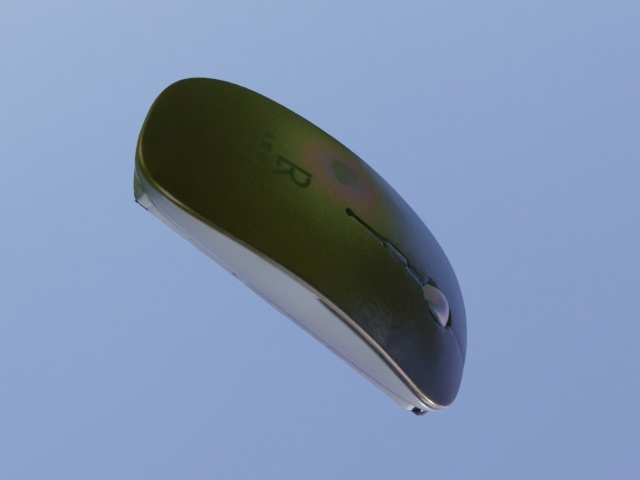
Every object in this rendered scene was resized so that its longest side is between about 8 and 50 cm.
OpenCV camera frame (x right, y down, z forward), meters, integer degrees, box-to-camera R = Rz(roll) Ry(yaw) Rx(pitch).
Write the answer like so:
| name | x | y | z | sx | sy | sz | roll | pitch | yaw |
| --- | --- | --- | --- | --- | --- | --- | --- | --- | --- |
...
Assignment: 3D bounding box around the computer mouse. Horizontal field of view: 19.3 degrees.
| name | x | y | z | sx | sy | sz | roll | pitch | yaw |
| --- | --- | --- | --- | --- | --- | --- | --- | --- | --- |
| computer mouse | 0.000 | 0.000 | 1.364 | 0.072 | 0.310 | 0.158 | -37 | -157 | 35 |
